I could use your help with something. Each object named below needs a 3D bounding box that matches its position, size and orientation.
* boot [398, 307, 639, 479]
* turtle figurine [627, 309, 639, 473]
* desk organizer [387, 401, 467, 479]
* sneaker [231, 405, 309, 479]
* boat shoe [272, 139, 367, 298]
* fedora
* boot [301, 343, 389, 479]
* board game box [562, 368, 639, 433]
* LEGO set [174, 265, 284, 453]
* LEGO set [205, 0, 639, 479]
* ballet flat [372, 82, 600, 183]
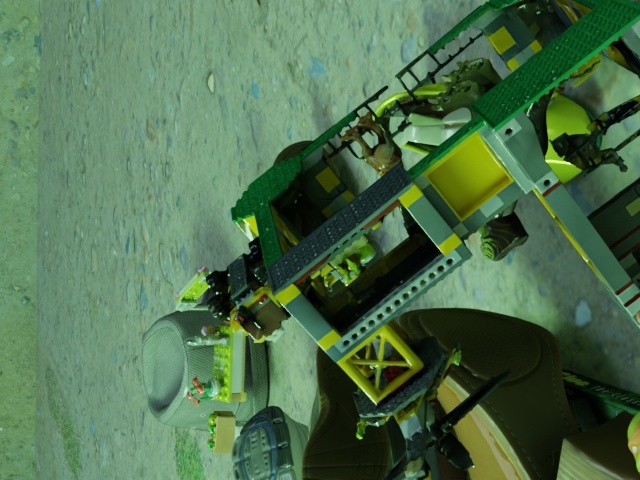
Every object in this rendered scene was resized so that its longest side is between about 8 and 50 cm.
[{"bbox_3d":[0.139,0.186,0.738,0.283,0.109,0.220,34,128,48],"label":"boot"},{"bbox_3d":[0.235,0.151,0.524,0.217,0.087,0.270,33,113,29],"label":"turtle figurine"},{"bbox_3d":[0.096,0.187,0.933,0.047,0.050,0.130,-30,47,28],"label":"desk organizer"},{"bbox_3d":[-0.004,0.316,1.072,0.111,0.129,0.297,-33,50,34],"label":"sneaker"},{"bbox_3d":[0.001,0.000,1.066,0.073,0.080,0.224,61,-168,-57],"label":"boat shoe"},{"bbox_3d":[-0.172,0.180,1.419,0.275,0.124,0.244,136,124,-59],"label":"fedora"},{"bbox_3d":[0.026,0.217,0.981,0.165,0.077,0.213,87,-176,-47],"label":"boot"},{"bbox_3d":[0.206,0.171,0.725,0.259,0.030,0.136,-164,72,-63],"label":"board game box"},{"bbox_3d":[-0.119,0.121,1.229,0.132,0.107,0.287,49,124,40],"label":"LEGO set"},{"bbox_3d":[0.113,-0.008,0.637,0.192,0.331,0.255,49,180,-21],"label":"LEGO set"},{"bbox_3d":[0.114,-0.083,0.803,0.231,0.077,0.077,26,117,61],"label":"ballet flat"}]
